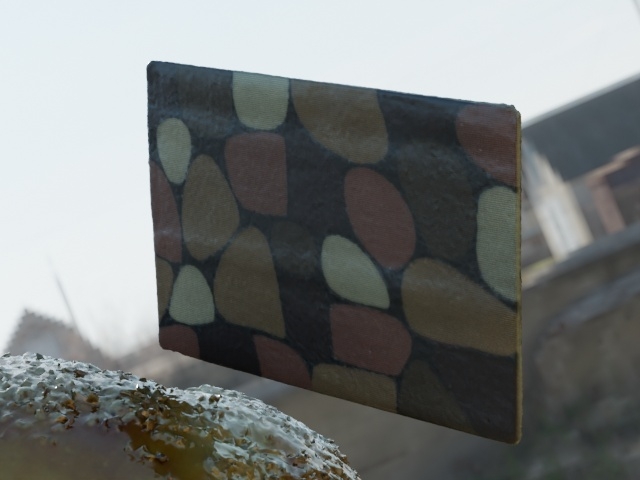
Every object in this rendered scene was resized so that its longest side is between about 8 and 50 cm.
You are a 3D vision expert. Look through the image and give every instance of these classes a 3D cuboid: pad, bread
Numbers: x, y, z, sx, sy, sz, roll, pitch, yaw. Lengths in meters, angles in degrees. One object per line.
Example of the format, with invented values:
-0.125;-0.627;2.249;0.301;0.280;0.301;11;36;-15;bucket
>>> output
0.000;0.000;0.889;0.235;0.158;0.003;12;21;40;pad
-0.107;0.149;1.011;0.305;0.159;0.305;11;-8;1;bread
